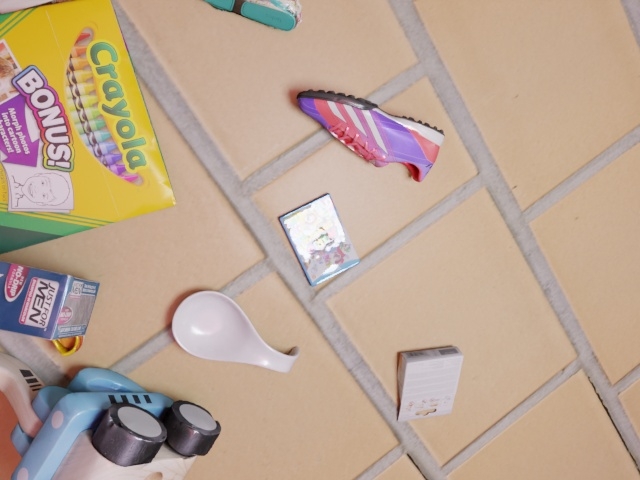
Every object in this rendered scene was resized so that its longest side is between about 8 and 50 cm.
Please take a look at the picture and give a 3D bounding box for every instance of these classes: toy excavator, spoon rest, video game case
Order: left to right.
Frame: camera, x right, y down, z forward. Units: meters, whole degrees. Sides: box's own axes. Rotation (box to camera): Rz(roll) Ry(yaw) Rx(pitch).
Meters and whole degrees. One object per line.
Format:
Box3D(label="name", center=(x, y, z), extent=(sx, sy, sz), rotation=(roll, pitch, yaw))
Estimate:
Box3D(label="toy excavator", center=(-0.476, 0.310, 0.902), extent=(0.222, 0.445, 0.433), rotation=(-60, 148, 0))
Box3D(label="spoon rest", center=(-0.163, 0.198, 1.020), extent=(0.277, 0.084, 0.137), rotation=(28, 91, -18))
Box3D(label="video game case", center=(0.000, 0.000, 1.064), extent=(0.119, 0.015, 0.166), rotation=(-27, 105, -9))

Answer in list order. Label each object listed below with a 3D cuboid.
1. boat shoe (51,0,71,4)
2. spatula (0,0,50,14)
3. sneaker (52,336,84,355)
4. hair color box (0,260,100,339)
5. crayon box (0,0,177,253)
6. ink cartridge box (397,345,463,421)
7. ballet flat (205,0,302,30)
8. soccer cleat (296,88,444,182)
Box3D(label="boat shoe", center=(-0.412, -0.473, 0.853), extent=(0.059, 0.063, 0.169), rotation=(14, 95, -11))
Box3D(label="spatula", center=(-0.570, -0.423, 0.817), extent=(0.242, 0.019, 0.168), rotation=(-19, 82, -4))
Box3D(label="sneaker", center=(-0.493, 0.132, 0.932), extent=(0.064, 0.067, 0.175), rotation=(-30, 104, -6))
Box3D(label="hair color box", center=(-0.566, 0.074, 0.812), extent=(0.348, 0.174, 0.105), rotation=(13, 80, -7))
Box3D(label="crayon box", center=(-0.455, -0.193, 0.865), extent=(0.313, 0.106, 0.362), rotation=(-18, 103, -11))
Box3D(label="ink cartridge box", center=(0.250, 0.337, 1.183), extent=(0.146, 0.045, 0.179), rotation=(-3, 118, -15))
Box3D(label="ballet flat", center=(-0.145, -0.460, 0.926), extent=(0.241, 0.091, 0.077), rotation=(18, 64, -21))
Box3D(label="soccer cleat", center=(0.096, -0.211, 1.010), extent=(0.319, 0.108, 0.116), rotation=(15, 99, -19))
